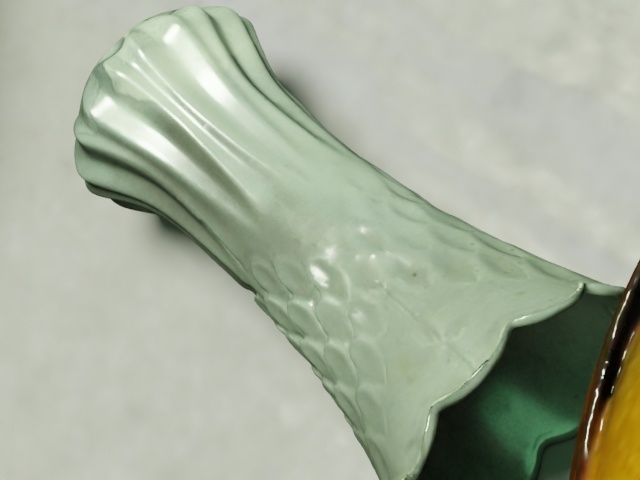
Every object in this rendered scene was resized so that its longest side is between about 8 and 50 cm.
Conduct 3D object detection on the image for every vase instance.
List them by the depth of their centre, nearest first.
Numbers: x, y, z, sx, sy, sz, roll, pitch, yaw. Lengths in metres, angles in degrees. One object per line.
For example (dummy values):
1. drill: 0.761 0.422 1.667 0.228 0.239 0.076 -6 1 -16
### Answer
1. vase: 0.000 0.000 0.511 0.149 0.081 0.081 42 90 27

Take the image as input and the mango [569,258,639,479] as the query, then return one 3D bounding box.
1. mango: 0.130 0.067 0.414 0.166 0.136 0.236 0 67 24
